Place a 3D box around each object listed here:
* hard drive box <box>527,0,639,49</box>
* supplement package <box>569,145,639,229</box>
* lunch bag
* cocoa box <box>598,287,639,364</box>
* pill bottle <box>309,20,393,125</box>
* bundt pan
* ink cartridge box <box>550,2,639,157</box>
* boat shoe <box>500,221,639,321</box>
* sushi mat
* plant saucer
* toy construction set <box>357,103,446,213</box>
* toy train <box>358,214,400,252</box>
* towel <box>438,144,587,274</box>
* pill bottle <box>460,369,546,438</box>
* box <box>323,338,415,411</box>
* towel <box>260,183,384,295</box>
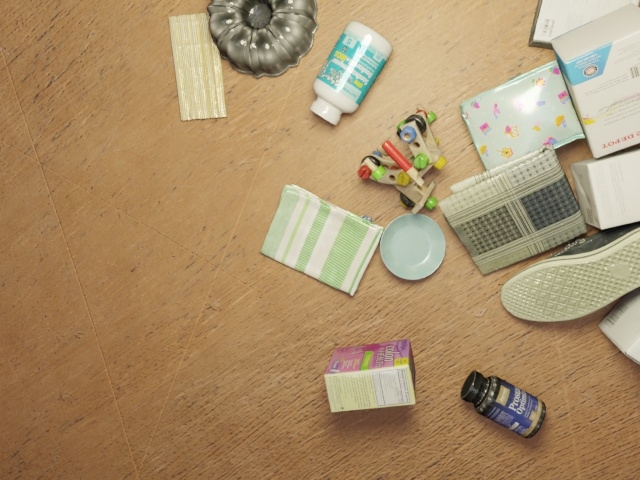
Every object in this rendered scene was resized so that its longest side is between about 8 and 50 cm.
[{"bbox_3d":[0.684,-0.587,1.414,0.232,0.089,0.181,13,101,9],"label":"hard drive box"},{"bbox_3d":[0.837,-0.154,1.409,0.293,0.177,0.175,-14,96,13],"label":"supplement package"},{"bbox_3d":[0.527,-0.319,1.446,0.262,0.160,0.223,-22,95,22],"label":"lunch bag"},{"bbox_3d":[0.960,0.193,1.412,0.228,0.231,0.347,35,103,3],"label":"cocoa box"},{"bbox_3d":[0.075,-0.458,1.516,0.146,0.146,0.264,33,103,4],"label":"pill bottle"},{"bbox_3d":[-0.175,-0.636,1.537,0.330,0.124,0.331,1,99,7],"label":"bundt pan"},{"bbox_3d":[0.715,-0.385,1.325,0.198,0.197,0.270,-20,119,23],"label":"ink cartridge box"},{"bbox_3d":[0.737,0.079,1.481,0.500,0.156,0.187,-30,95,28],"label":"boat shoe"},{"bbox_3d":[-0.372,-0.529,1.652,0.151,0.019,0.317,-3,98,12],"label":"sushi mat"},{"bbox_3d":[0.268,0.017,1.597,0.195,0.037,0.195,0,93,-5],"label":"plant saucer"},{"bbox_3d":[0.253,-0.186,1.461,0.237,0.309,0.257,46,112,-4],"label":"toy construction set"},{"bbox_3d":[0.175,-0.024,1.626,0.158,0.027,0.036,41,100,2],"label":"toy train"},{"bbox_3d":[0.518,-0.073,1.476,0.324,0.056,0.312,-26,123,21],"label":"towel"},{"bbox_3d":[0.530,0.474,1.591,0.219,0.123,0.123,27,102,5],"label":"pill bottle"},{"bbox_3d":[0.152,0.393,1.599,0.243,0.213,0.117,-9,98,12],"label":"box"},{"bbox_3d":[0.000,0.000,1.641,0.324,0.038,0.248,25,109,8],"label":"towel"}]
